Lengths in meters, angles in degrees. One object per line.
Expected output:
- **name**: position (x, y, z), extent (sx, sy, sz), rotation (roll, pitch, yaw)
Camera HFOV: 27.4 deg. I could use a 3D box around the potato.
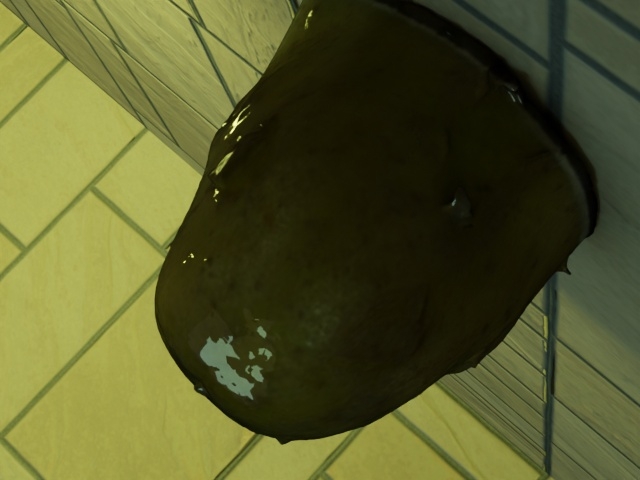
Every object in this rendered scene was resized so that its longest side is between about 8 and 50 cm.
- **potato**: position (0.000, 0.000, 0.982), extent (0.290, 0.296, 0.397), rotation (47, 170, -11)
